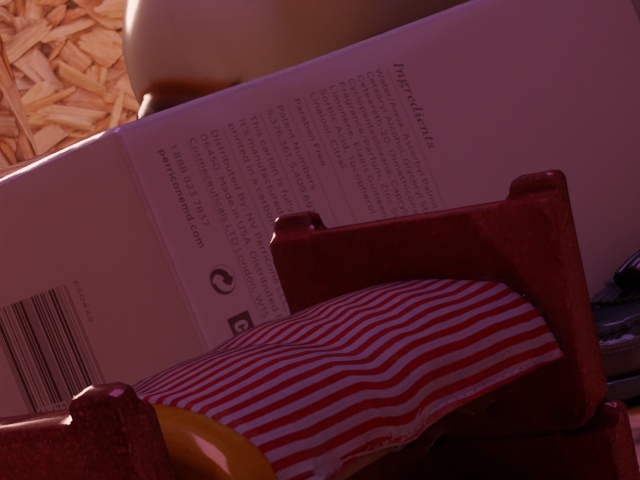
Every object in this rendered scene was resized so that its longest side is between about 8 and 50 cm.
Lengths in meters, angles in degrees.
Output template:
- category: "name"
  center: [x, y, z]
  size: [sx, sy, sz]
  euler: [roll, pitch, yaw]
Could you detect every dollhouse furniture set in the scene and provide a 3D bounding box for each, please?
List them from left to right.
- category: "dollhouse furniture set"
  center: [-0.104, 0.101, 0.636]
  size: [0.374, 0.152, 0.201]
  euler: [-10, 10, 39]

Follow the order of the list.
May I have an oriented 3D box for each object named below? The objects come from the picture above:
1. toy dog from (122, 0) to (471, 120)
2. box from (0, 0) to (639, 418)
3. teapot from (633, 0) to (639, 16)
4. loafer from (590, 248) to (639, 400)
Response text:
- category: "toy dog"
  center: [0.035, -0.185, 1.237]
  size: [0.395, 0.284, 0.408]
  euler: [13, -40, -33]
- category: "box"
  center: [0.000, 0.000, 0.981]
  size: [0.345, 0.168, 0.215]
  euler: [-24, 3, -41]
- category: "teapot"
  center: [0.348, -0.155, 1.334]
  size: [0.256, 0.252, 0.187]
  euler: [-39, 49, -20]
- category: "loafer"
  center: [0.207, -0.002, 0.941]
  size: [0.267, 0.084, 0.096]
  euler: [-21, 9, -29]
